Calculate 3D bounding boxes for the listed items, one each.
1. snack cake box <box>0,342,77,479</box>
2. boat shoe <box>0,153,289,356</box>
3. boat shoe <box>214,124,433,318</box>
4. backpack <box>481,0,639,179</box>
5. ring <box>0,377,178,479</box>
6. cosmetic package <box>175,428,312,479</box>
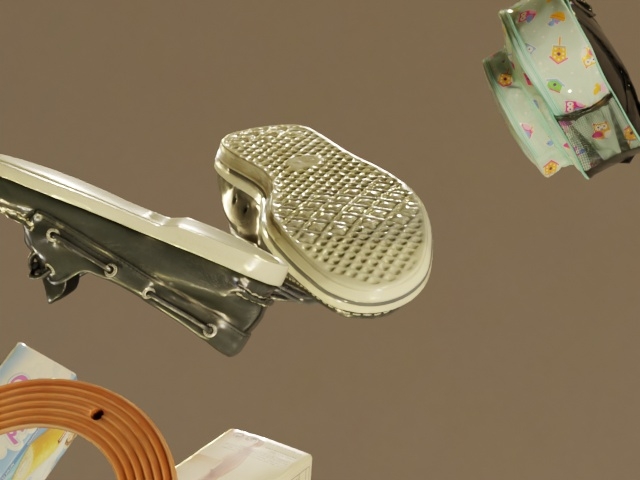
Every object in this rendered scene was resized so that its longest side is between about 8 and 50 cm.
[{"bbox_3d":[-0.395,0.271,2.303,0.264,0.089,0.152,-56,164,-24],"label":"snack cake box"},{"bbox_3d":[-0.203,0.010,1.705,0.127,0.340,0.113,-56,166,-85],"label":"boat shoe"},{"bbox_3d":[0.000,0.000,2.188,0.187,0.156,0.500,-9,-160,-17],"label":"boat shoe"},{"bbox_3d":[0.254,-0.174,2.055,0.144,0.188,0.166,-20,-148,8],"label":"backpack"},{"bbox_3d":[-0.303,0.286,1.938,0.337,0.032,0.336,-8,-128,10],"label":"ring"},{"bbox_3d":[-0.139,0.363,2.376,0.129,0.153,0.296,16,-159,24],"label":"cosmetic package"}]
